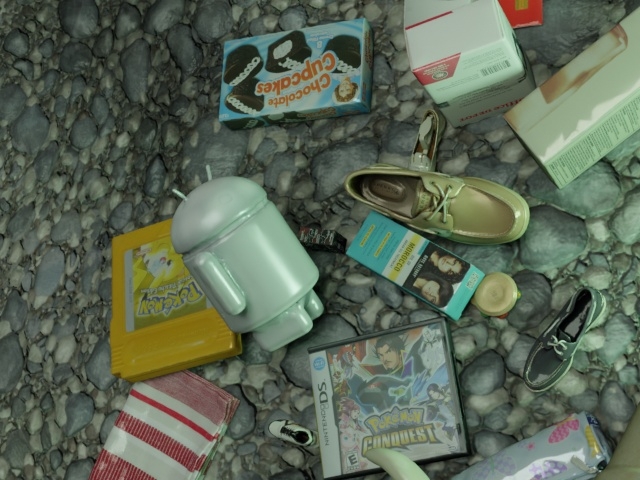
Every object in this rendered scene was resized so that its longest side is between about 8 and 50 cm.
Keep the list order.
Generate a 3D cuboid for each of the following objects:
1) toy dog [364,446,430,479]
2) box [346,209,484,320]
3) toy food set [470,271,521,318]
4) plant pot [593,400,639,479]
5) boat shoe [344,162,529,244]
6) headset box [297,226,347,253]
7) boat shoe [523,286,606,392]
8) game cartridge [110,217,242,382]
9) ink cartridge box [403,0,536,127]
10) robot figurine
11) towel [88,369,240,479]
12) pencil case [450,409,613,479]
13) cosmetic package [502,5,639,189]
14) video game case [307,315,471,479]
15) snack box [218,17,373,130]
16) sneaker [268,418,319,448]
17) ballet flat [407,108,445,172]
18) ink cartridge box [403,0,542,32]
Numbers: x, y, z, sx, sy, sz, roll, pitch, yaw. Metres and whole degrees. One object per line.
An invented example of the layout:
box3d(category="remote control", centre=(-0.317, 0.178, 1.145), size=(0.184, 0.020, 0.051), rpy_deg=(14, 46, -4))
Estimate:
box3d(category="toy dog", centre=(0.042, 0.546, 1.696), size=(0.408, 0.284, 0.396), rpy_deg=(-16, 97, 42))
box3d(category="box", centre=(0.169, 0.043, 1.935), size=(0.244, 0.060, 0.101), rpy_deg=(30, 88, 35))
box3d(category="toy food set", centre=(0.310, 0.097, 1.885), size=(0.083, 0.020, 0.082), rpy_deg=(-43, 61, 6))
box3d(category="plant pot", centre=(0.573, 0.308, 1.545), size=(0.333, 0.334, 0.306), rpy_deg=(14, 69, 28))
box3d(category="boat shoe", centre=(0.204, -0.064, 1.918), size=(0.341, 0.110, 0.122), rpy_deg=(13, 99, 28))
box3d(category="headset box", centre=(0.000, 0.000, 2.040), size=(0.083, 0.062, 0.032), rpy_deg=(6, 76, 28))
box3d(category="boat shoe", centre=(0.403, 0.163, 1.793), size=(0.075, 0.065, 0.206), rpy_deg=(36, 91, 30))
box3d(category="game cartridge", centre=(-0.295, 0.106, 2.132), size=(0.285, 0.052, 0.324), rpy_deg=(-17, 59, 20))
box3d(category="ink cartridge box", centre=(0.275, -0.316, 1.914), size=(0.172, 0.237, 0.100), rpy_deg=(-17, 64, 20))
box3d(category="robot figurine", centre=(-0.141, 0.029, 1.963), size=(0.199, 0.300, 0.353), rpy_deg=(-31, 98, 22))
box3d(category="towel", centre=(-0.321, 0.408, 2.075), size=(0.237, 0.037, 0.329), rpy_deg=(22, 84, 30))
box3d(category="pencil case", centre=(0.345, 0.383, 1.719), size=(0.273, 0.113, 0.124), rpy_deg=(-29, 28, 15))
box3d(category="cosmetic package", centre=(0.482, -0.242, 1.841), size=(0.296, 0.153, 0.129), rpy_deg=(-38, 63, 9))
box3d(category="video game case", centre=(0.117, 0.285, 1.907), size=(0.274, 0.035, 0.248), rpy_deg=(-16, 67, 20))
box3d(category="snack box", centre=(-0.051, -0.337, 2.176), size=(0.321, 0.060, 0.187), rpy_deg=(-5, 72, 24))
box3d(category="sneaker", centre=(-0.052, 0.353, 1.961), size=(0.109, 0.043, 0.040), rpy_deg=(10, 80, 29))
box3d(category="ballet flat", centre=(0.193, -0.170, 2.010), size=(0.057, 0.052, 0.168), rpy_deg=(7, 77, 28))
box3d(category="ink cartridge box", centre=(0.296, -0.543, 2.076), size=(0.261, 0.066, 0.296), rpy_deg=(-6, 71, 25))
